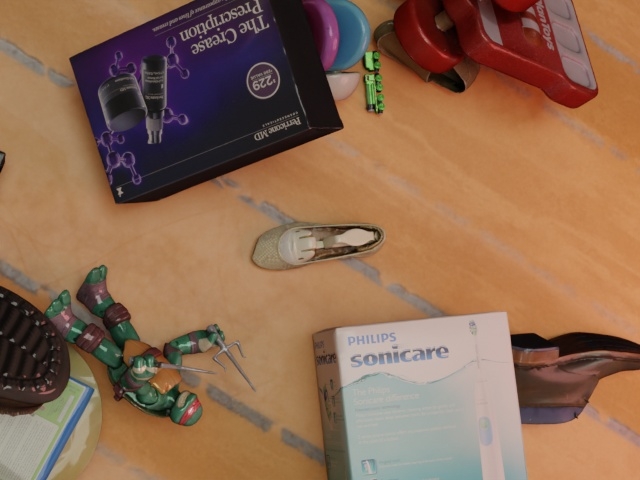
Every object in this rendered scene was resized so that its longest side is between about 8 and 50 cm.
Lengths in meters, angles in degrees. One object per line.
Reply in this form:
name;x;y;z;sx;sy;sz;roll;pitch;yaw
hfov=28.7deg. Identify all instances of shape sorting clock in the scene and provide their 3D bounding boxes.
shape sorting clock;-0.350;0.198;1.409;0.206;0.040;0.206;1;85;-10

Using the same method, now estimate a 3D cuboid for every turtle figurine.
turtle figurine;-0.194;0.135;1.409;0.234;0.175;0.118;38;105;4

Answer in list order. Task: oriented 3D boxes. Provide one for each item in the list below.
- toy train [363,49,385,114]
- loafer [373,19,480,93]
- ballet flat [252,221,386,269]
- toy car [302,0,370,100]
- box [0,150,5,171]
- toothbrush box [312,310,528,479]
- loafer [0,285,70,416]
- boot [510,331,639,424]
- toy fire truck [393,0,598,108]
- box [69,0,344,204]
toy train;0.067;-0.200;1.585;0.024;0.017;0.083;-4;84;-5
loafer;0.135;-0.232;1.581;0.148;0.056;0.050;21;48;-11
ballet flat;0.000;0.000;1.521;0.168;0.052;0.057;-9;85;-15
toy car;-0.021;-0.244;1.494;0.182;0.136;0.159;-4;97;-15
box;-0.410;-0.084;1.426;0.083;0.052;0.062;22;77;-10
toothbrush box;0.120;0.240;1.482;0.217;0.126;0.295;-6;85;-15
loafer;-0.449;0.109;1.351;0.366;0.130;0.133;18;46;-2
boot;0.321;0.176;1.585;0.219;0.082;0.106;3;104;-18
toy fire truck;0.224;-0.320;1.562;0.254;0.169;0.302;17;51;-38
box;-0.130;-0.167;1.414;0.261;0.103;0.184;-20;89;24
